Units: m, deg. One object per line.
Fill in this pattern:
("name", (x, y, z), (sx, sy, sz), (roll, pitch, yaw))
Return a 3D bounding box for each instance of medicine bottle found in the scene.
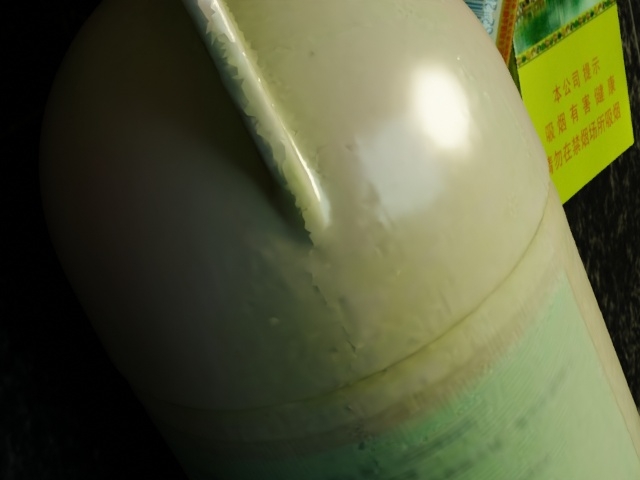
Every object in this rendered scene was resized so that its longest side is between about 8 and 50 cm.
("medicine bottle", (0.000, 0.000, 0.806), (0.235, 0.236, 0.406), (-57, 133, -38))

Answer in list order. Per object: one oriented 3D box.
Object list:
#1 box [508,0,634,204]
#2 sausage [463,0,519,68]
("box", (0.159, -0.200, 1.207), (0.187, 0.047, 0.335), (-35, 119, -50))
("sausage", (0.080, -0.100, 1.005), (0.082, 0.082, 0.371), (-12, 112, -56))
